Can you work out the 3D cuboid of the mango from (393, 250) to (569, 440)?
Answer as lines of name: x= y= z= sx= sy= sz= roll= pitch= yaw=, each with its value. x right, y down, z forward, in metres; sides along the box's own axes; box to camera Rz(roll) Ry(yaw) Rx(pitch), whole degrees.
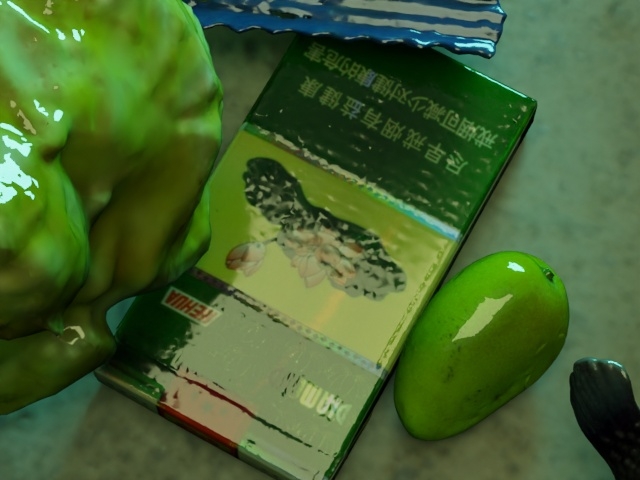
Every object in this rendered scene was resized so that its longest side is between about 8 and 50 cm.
mango: x=0.076 y=0.052 z=0.899 sx=0.056 sy=0.073 sz=0.108 roll=35 pitch=87 yaw=39

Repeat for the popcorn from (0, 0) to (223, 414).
popcorn: x=-0.181 y=-0.031 z=0.823 sx=0.225 sy=0.276 sz=0.276 roll=25 pitch=74 yaw=14

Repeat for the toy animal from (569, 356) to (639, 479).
toy animal: x=0.198 y=0.135 z=0.847 sx=0.197 sy=0.272 sz=0.160 roll=16 pitch=48 yaw=-33

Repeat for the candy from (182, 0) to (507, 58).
candy: x=0.037 y=-0.247 z=0.987 sx=0.187 sy=0.077 sz=0.331 roll=9 pitch=65 yaw=9

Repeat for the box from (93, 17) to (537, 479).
box: x=0.000 y=0.000 z=0.932 sx=0.132 sy=0.034 sz=0.235 roll=27 pitch=74 yaw=8
